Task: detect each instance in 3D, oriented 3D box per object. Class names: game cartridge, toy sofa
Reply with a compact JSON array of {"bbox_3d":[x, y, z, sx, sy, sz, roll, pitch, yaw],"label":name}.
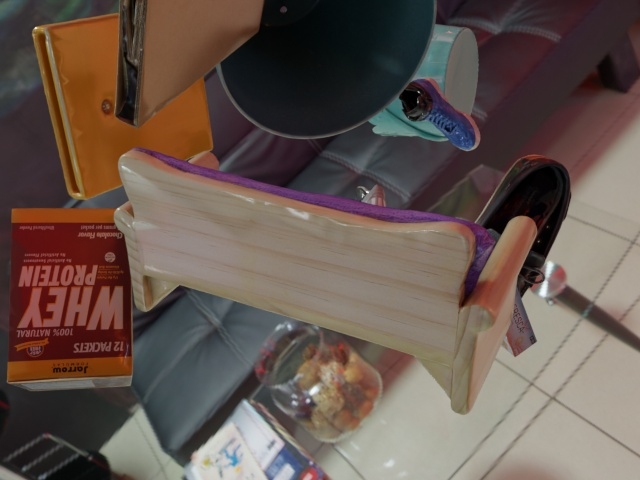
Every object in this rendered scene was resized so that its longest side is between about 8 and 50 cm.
[{"bbox_3d":[-0.330,-0.254,1.331,0.053,0.285,0.324,9,26,33],"label":"game cartridge"},{"bbox_3d":[0.000,0.000,0.694,0.363,0.177,0.150,13,33,23],"label":"toy sofa"}]

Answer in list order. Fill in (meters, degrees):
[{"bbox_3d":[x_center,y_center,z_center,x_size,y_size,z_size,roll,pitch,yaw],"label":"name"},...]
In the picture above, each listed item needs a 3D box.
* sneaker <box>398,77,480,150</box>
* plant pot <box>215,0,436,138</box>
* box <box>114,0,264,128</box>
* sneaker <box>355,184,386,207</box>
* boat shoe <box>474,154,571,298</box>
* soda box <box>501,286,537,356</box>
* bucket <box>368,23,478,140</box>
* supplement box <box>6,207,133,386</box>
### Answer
[{"bbox_3d":[0.185,-0.199,1.216,0.085,0.152,0.058,-20,-22,-42],"label":"sneaker"},{"bbox_3d":[-0.022,-0.309,0.992,0.290,0.290,0.195,-37,46,7],"label":"plant pot"},{"bbox_3d":[-0.080,-0.191,0.537,0.021,0.164,0.201,23,40,8],"label":"box"},{"bbox_3d":[0.090,-0.042,1.643,0.228,0.086,0.132,130,149,-52],"label":"sneaker"},{"bbox_3d":[0.390,0.035,1.630,0.500,0.187,0.156,-61,1,-2],"label":"boat shoe"},{"bbox_3d":[0.372,0.145,1.517,0.063,0.183,0.058,-33,33,-8],"label":"soda box"},{"bbox_3d":[0.233,-0.358,1.701,0.183,0.281,0.281,11,58,26],"label":"bucket"},{"bbox_3d":[-0.293,0.077,0.907,0.194,0.129,0.191,138,130,-70],"label":"supplement box"}]
